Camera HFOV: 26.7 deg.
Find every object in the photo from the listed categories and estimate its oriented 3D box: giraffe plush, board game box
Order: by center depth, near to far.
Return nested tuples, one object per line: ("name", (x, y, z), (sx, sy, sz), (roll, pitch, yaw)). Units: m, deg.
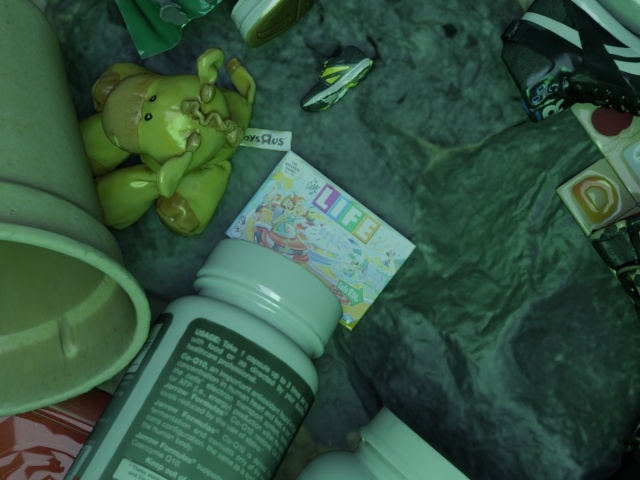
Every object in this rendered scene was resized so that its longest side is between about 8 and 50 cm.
("giraffe plush", (-0.135, -0.098, 1.237), (0.210, 0.170, 0.181), (-11, 86, 2))
("board game box", (0.000, 0.000, 1.298), (0.154, 0.026, 0.103), (37, 88, 4))

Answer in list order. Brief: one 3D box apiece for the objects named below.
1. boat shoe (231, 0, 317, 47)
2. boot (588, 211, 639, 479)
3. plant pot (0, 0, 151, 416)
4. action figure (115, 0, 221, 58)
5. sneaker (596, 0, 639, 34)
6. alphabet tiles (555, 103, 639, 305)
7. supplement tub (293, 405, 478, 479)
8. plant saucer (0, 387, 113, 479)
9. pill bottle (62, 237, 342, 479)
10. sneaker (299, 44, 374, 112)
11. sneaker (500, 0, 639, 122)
("boat shoe", (-0.008, -0.308, 1.286), (0.096, 0.098, 0.277), (37, 79, 4))
("boot", (0.313, 0.116, 1.213), (0.377, 0.138, 0.284), (-22, 87, -3))
("plant pot", (-0.327, -0.048, 1.168), (0.334, 0.334, 0.305), (-11, 59, 2))
("action figure", (-0.180, -0.292, 1.278), (0.137, 0.063, 0.232), (-38, 62, -5))
("sneaker", (0.264, -0.291, 1.290), (0.212, 0.080, 0.094), (39, 77, -3))
("alphabet tiles", (0.406, -0.036, 1.293), (0.285, 0.011, 0.342), (-34, 86, 0))
("supplement tub", (0.024, 0.313, 1.080), (0.228, 0.228, 0.316), (40, 88, 4))
("plant saucer", (-0.264, 0.262, 1.284), (0.259, 0.048, 0.258), (22, 88, 3))
("pill bottle", (-0.100, 0.152, 1.199), (0.161, 0.161, 0.283), (28, 69, 3))
("sneaker", (0.012, -0.156, 1.309), (0.083, 0.031, 0.035), (-36, 73, -4))
("sneaker", (0.260, -0.137, 1.265), (0.121, 0.079, 0.217), (-45, 68, 1))
